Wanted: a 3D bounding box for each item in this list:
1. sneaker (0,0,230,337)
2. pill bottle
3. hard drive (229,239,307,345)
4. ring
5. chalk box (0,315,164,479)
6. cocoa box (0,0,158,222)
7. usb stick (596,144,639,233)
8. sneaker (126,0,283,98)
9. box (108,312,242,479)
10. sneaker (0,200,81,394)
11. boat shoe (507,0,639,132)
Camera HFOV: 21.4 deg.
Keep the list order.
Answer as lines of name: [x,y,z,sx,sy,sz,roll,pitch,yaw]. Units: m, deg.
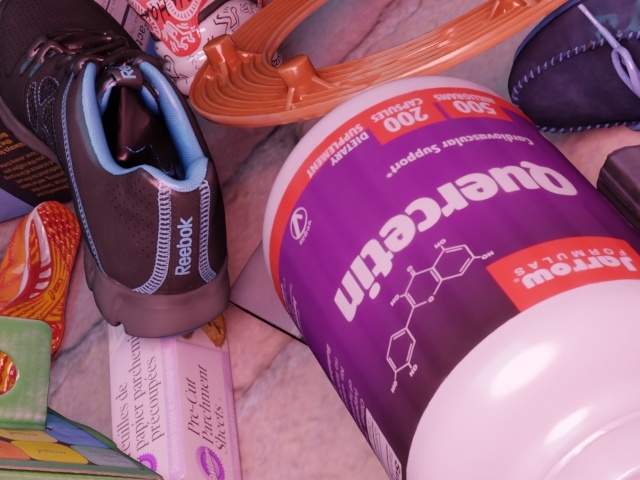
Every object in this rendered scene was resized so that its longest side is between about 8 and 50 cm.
sneaker: [-0.142,-0.095,1.182,0.125,0.139,0.341,-15,49,-23]
pill bottle: [0.100,0.057,0.883,0.181,0.181,0.323,-46,38,9]
hard drive: [0.000,0.000,1.164,0.094,0.022,0.135,24,79,52]
ring: [0.060,-0.174,1.116,0.337,0.032,0.336,-24,22,10]
chalk box: [-0.224,0.190,1.042,0.179,0.180,0.289,19,98,52]
cocoa box: [-0.335,-0.157,1.469,0.347,0.228,0.231,-14,51,39]
usb stick: [0.231,0.032,0.857,0.045,0.077,0.278,-64,33,23]
sneaker: [-0.079,-0.190,1.344,0.090,0.145,0.270,-23,10,18]
box: [-0.107,0.063,1.191,0.063,0.067,0.324,-34,40,23]
sneaker: [-0.236,0.052,1.351,0.067,0.064,0.175,-36,30,52]
boat shoe: [0.215,-0.108,0.958,0.258,0.109,0.089,-20,47,38]
